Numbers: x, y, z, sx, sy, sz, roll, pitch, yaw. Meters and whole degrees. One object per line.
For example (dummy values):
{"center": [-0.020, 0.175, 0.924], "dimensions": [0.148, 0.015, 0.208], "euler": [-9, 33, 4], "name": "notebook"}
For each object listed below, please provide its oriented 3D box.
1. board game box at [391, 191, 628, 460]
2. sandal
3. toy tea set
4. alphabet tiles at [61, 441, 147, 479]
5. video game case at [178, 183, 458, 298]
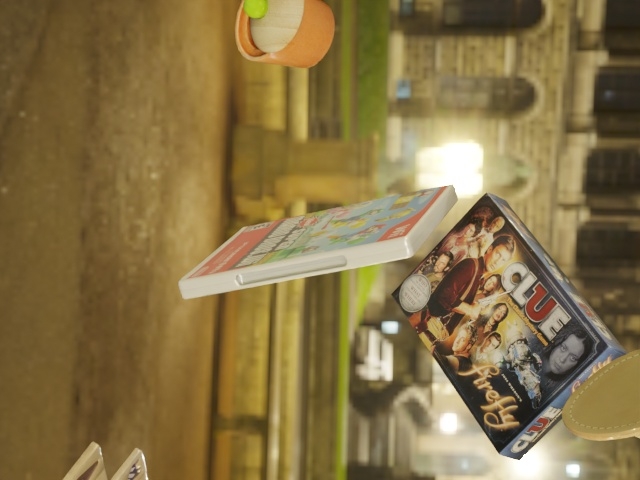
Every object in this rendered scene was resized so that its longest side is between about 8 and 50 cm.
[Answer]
{"center": [0.194, 0.087, 1.476], "dimensions": [0.042, 0.165, 0.243], "euler": [23, 26, -46], "name": "board game box"}
{"center": [0.305, 0.118, 1.114], "dimensions": [0.088, 0.240, 0.079], "euler": [34, -30, 52], "name": "sandal"}
{"center": [-0.061, -0.307, 1.184], "dimensions": [0.200, 0.124, 0.336], "euler": [-45, -130, 31], "name": "toy tea set"}
{"center": [-0.192, 0.250, 1.052], "dimensions": [0.198, 0.009, 0.237], "euler": [-53, 161, -29], "name": "alphabet tiles"}
{"center": [0.000, 0.000, 1.605], "dimensions": [0.204, 0.285, 0.025], "euler": [-44, 120, -62], "name": "video game case"}
